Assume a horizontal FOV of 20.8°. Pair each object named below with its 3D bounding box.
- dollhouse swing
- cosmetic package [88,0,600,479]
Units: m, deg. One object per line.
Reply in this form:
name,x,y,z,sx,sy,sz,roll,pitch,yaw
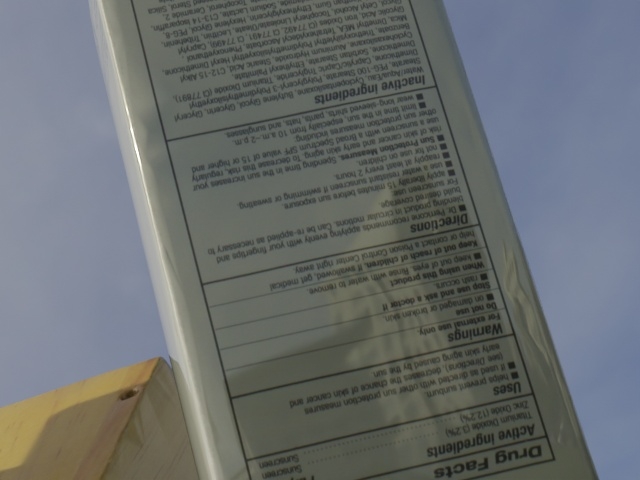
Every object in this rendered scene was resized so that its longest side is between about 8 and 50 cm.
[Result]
dollhouse swing,-0.233,0.303,1.378,0.347,0.315,0.305,-18,-71,15
cosmetic package,0.000,0.000,0.798,0.160,0.309,0.113,-11,-21,-9
